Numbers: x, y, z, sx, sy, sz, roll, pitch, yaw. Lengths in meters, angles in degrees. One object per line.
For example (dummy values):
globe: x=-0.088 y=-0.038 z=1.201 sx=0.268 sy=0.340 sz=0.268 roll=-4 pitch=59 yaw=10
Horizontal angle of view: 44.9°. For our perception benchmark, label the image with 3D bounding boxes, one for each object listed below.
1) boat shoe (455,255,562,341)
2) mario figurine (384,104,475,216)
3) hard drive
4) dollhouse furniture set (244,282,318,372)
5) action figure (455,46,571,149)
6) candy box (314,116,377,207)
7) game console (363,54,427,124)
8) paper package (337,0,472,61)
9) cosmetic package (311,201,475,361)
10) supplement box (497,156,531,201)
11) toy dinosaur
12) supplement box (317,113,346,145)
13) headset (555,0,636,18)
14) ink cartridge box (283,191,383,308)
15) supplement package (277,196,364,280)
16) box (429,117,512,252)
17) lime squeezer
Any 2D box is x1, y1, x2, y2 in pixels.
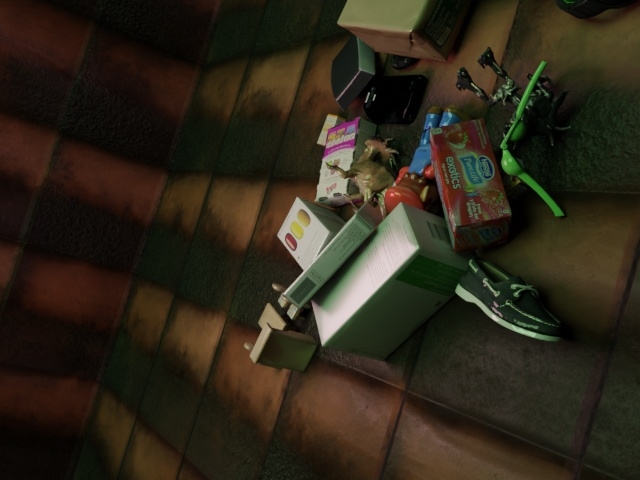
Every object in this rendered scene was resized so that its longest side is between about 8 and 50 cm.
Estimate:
boat shoe: x=0.373 y=0.111 z=1.534 sx=0.302 sy=0.114 sz=0.091 roll=33 pitch=108 yaw=57
mario figurine: x=0.271 y=-0.155 z=1.871 sx=0.198 sy=0.170 sz=0.320 roll=85 pitch=-150 yaw=-81
hard drive: x=0.094 y=-0.521 z=2.335 sx=0.172 sy=0.054 sz=0.254 roll=-48 pitch=28 yaw=34
dollhouse furniture set: x=-0.137 y=0.258 z=2.204 sx=0.212 sy=0.161 sz=0.242 roll=-64 pitch=32 yaw=11
action figure: x=0.426 y=-0.294 z=1.656 sx=0.164 sy=0.141 sz=0.275 roll=-50 pitch=62 yaw=17
candy box: x=0.073 y=-0.221 z=2.223 sx=0.159 sy=0.071 sz=0.233 roll=-10 pitch=65 yaw=55
game console: x=0.236 y=-0.495 z=2.146 sx=0.213 sy=0.044 sz=0.361 roll=17 pitch=89 yaw=57
paper package: x=0.247 y=-0.664 z=2.038 sx=0.310 sy=0.168 sz=0.324 roll=24 pitch=89 yaw=48
cosmetic package: x=0.164 y=0.104 z=1.787 sx=0.365 sy=0.197 sz=0.155 roll=-51 pitch=37 yaw=32
supplement box: x=0.414 y=-0.134 z=1.669 sx=0.055 sy=0.043 sz=0.083 roll=-46 pitch=38 yaw=37
toy dinosaur: x=0.151 y=-0.166 z=2.040 sx=0.200 sy=0.127 sz=0.295 roll=-31 pitch=57 yaw=0
supplement box: x=0.034 y=-0.334 z=2.377 sx=0.062 sy=0.036 sz=0.098 roll=27 pitch=97 yaw=58
headset: x=0.627 y=-0.573 z=1.529 sx=0.394 sy=0.185 sz=0.243 roll=172 pitch=118 yaw=-72
ink cartridge box: x=0.044 y=0.020 z=1.871 sx=0.275 sy=0.060 sz=0.239 roll=-48 pitch=-2 yaw=22
supplement package: x=0.000 y=0.000 z=2.156 sx=0.139 sy=0.134 sz=0.244 roll=-62 pitch=32 yaw=13
box: x=0.319 y=-0.119 z=1.667 sx=0.128 sy=0.123 sz=0.256 roll=74 pitch=-173 yaw=-60
lime squeezer: x=0.413 y=-0.197 z=1.553 sx=0.110 sy=0.059 sz=0.310 roll=-6 pitch=92 yaw=36
